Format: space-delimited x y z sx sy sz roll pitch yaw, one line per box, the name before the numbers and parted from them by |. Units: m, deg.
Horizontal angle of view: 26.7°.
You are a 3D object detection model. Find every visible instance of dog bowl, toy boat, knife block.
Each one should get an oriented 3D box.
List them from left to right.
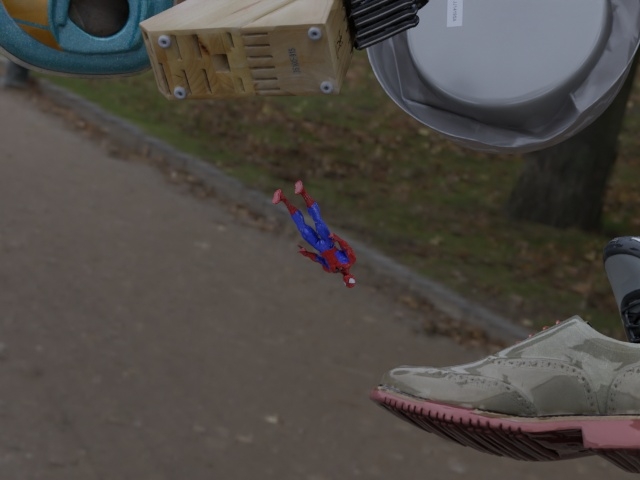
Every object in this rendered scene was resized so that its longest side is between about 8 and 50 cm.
toy boat | -0.299 -0.355 1.644 0.267 0.318 0.148 4 14 -16
knife block | -0.028 -0.255 1.444 0.275 0.088 0.242 -1 39 15
dog bowl | 0.236 -0.266 1.689 0.348 0.349 0.102 18 -13 23

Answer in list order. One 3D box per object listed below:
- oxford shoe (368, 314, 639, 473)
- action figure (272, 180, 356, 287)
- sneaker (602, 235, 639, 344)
oxford shoe | 0.210 0.135 1.254 0.348 0.130 0.123 3 -20 31
action figure | 0.000 0.000 1.200 0.115 0.038 0.030 53 22 -30
sneaker | 0.388 0.120 1.502 0.108 0.272 0.100 -21 -9 -33
